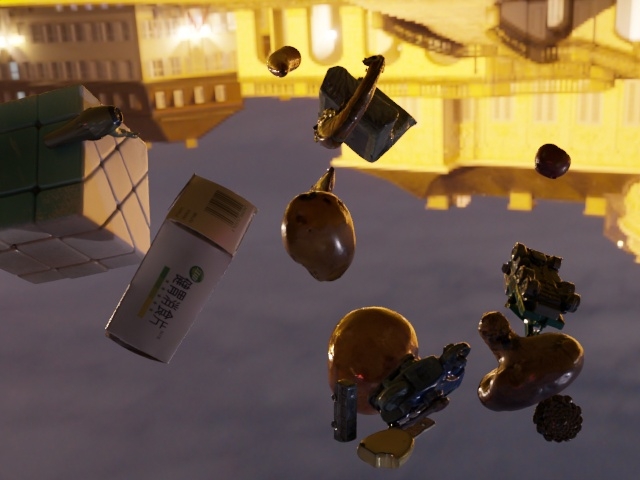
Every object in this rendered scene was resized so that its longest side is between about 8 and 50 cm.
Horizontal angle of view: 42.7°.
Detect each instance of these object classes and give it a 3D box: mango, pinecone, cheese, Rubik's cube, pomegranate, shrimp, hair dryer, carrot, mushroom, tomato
[{"bbox_3d":[0.000,0.000,1.661,0.156,0.248,0.151,-39,-117,-17],"label":"mango"},{"bbox_3d":[0.660,0.496,2.293,0.140,0.140,0.121,-2,171,2],"label":"pinecone"},{"bbox_3d":[0.219,0.531,2.182,0.255,0.050,0.127,-19,-151,-40],"label":"cheese"},{"bbox_3d":[-0.590,-0.111,1.824,0.316,0.321,0.319,-10,159,12],"label":"Rubik's cube"},{"bbox_3d":[0.181,0.376,2.560,0.338,0.338,0.338,-3,-162,1],"label":"pomegranate"},{"bbox_3d":[0.057,-0.281,1.660,0.054,0.222,0.290,30,176,-11],"label":"shrimp"},{"bbox_3d":[-0.475,-0.221,1.698,0.167,0.067,0.199,-15,175,-1],"label":"hair dryer"},{"bbox_3d":[-0.086,-0.380,1.765,0.066,0.062,0.271,34,-160,-4],"label":"carrot"},{"bbox_3d":[0.515,0.296,2.022,0.267,0.254,0.267,-2,-179,0],"label":"mushroom"},{"bbox_3d":[0.527,-0.178,1.872,0.087,0.075,0.087,35,-179,-1],"label":"tomato"}]

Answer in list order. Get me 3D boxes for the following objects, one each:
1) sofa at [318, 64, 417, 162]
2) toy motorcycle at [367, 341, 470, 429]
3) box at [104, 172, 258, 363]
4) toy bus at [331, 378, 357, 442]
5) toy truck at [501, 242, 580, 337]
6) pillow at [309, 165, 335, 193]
[{"bbox_3d":[0.119,-0.326,1.964,0.210,0.225,0.176,42,-104,13],"label":"sofa"},{"bbox_3d":[0.290,0.410,2.373,0.319,0.182,0.241,-30,175,-11],"label":"toy motorcycle"},{"bbox_3d":[-0.267,0.060,1.554,0.145,0.332,0.173,31,-147,-6],"label":"box"},{"bbox_3d":[0.065,0.451,2.162,0.047,0.165,0.065,-8,-168,-38],"label":"toy bus"},{"bbox_3d":[0.637,0.155,2.442,0.177,0.178,0.363,20,-151,-5],"label":"toy truck"},{"bbox_3d":[-0.003,-0.104,2.000,0.043,0.118,0.185,17,165,-16],"label":"pillow"}]
